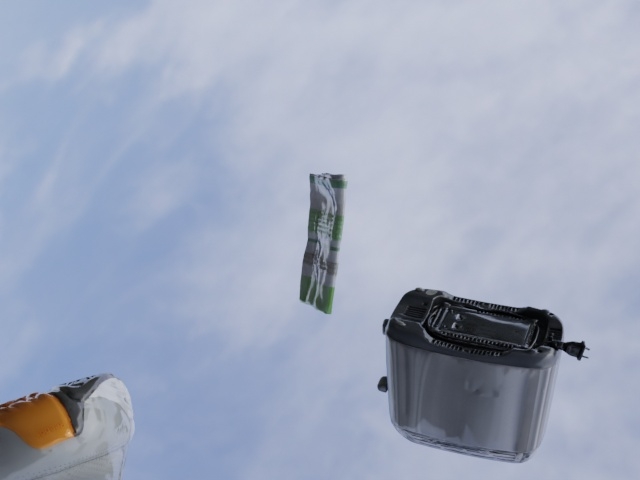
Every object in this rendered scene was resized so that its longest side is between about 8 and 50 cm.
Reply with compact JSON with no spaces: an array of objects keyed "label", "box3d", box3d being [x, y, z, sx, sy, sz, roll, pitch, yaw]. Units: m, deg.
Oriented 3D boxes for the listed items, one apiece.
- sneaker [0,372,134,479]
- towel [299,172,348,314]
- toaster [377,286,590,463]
[{"label":"sneaker","box3d":[-0.127,0.159,0.603,0.121,0.099,0.262,63,-26,24]},{"label":"towel","box3d":[0.000,0.000,1.384,0.113,0.023,0.152,-162,-101,-77]},{"label":"toaster","box3d":[0.176,0.150,1.375,0.227,0.146,0.129,9,-154,14]}]
